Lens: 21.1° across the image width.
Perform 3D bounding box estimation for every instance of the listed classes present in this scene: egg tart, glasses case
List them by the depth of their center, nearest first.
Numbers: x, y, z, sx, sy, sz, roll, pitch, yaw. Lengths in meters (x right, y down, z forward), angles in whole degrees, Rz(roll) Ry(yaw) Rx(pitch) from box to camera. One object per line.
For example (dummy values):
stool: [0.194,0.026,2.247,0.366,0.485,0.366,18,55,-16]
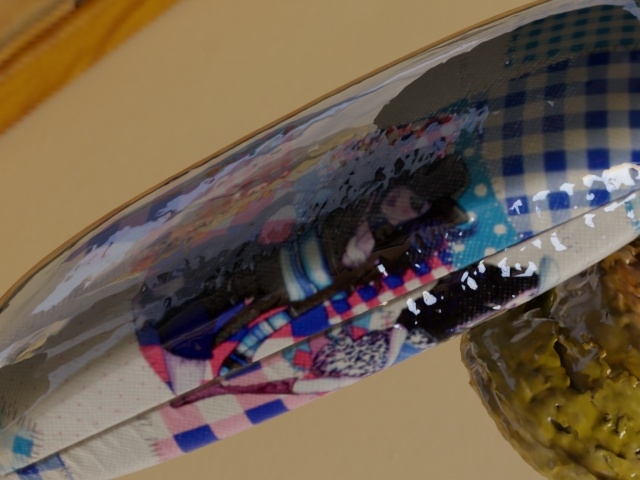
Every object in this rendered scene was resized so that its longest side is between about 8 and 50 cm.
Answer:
glasses case: [0.000,0.000,0.638,0.327,0.076,0.125,-26,-151,16]
egg tart: [0.242,0.074,1.199,0.294,0.123,0.294,10,-138,-9]
